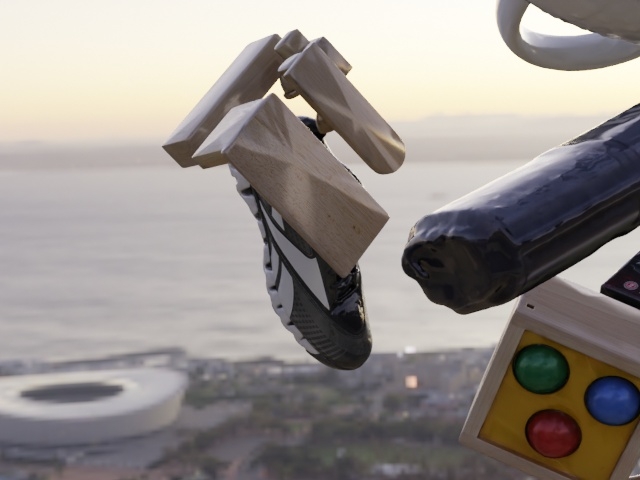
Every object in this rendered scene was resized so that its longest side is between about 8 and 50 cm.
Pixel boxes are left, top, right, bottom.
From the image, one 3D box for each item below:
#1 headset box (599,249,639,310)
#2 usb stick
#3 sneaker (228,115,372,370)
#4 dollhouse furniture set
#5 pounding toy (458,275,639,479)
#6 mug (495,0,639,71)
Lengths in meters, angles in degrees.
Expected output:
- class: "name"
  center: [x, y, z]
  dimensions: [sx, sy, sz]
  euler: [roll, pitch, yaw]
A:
- class: "headset box"
  center: [0.398, 0.050, 1.176]
  dimensions: [0.218, 0.110, 0.293]
  euler: [25, 42, 33]
- class: "usb stick"
  center: [0.156, -0.045, 0.600]
  dimensions: [0.278, 0.045, 0.077]
  euler: [-27, 1, -26]
- class: "sneaker"
  center: [0.000, 0.000, 1.150]
  dimensions: [0.078, 0.234, 0.106]
  euler: [-26, 9, -38]
- class: "dollhouse furniture set"
  center: [-0.019, -0.065, 1.016]
  dimensions: [0.144, 0.123, 0.151]
  euler: [-52, 21, -21]
- class: "pounding toy"
  center: [0.218, 0.151, 1.061]
  dimensions: [0.206, 0.181, 0.094]
  euler: [23, 28, 7]
- class: "mug"
  center: [0.307, -0.285, 1.299]
  dimensions: [0.328, 0.276, 0.374]
  euler: [-3, -29, -24]
